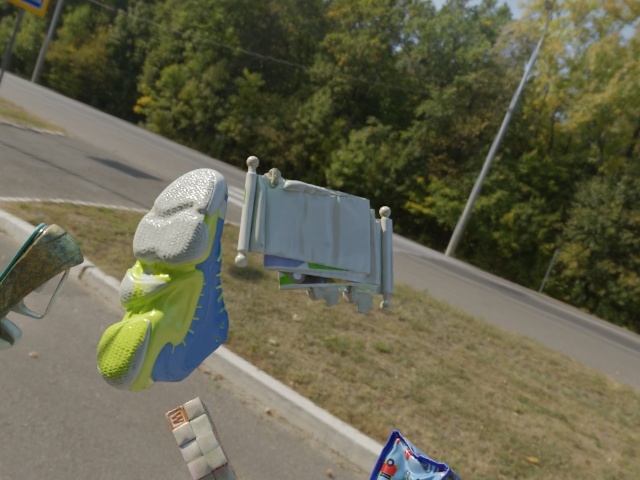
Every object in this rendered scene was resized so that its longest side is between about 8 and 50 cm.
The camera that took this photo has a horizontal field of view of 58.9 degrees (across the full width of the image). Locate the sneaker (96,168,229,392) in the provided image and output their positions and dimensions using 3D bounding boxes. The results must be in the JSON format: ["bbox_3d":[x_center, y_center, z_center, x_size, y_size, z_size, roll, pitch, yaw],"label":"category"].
[{"bbox_3d":[-0.143,0.047,0.612,0.091,0.240,0.126,22,-5,34],"label":"sneaker"}]

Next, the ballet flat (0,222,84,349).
[{"bbox_3d":[-0.563,0.124,1.022,0.123,0.348,0.123,43,1,-1],"label":"ballet flat"}]

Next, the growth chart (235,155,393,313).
[{"bbox_3d":[0.000,0.000,0.751,0.237,0.172,0.021,17,-20,-20],"label":"growth chart"}]

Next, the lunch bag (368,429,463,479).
[{"bbox_3d":[0.132,0.508,0.935,0.138,0.293,0.221,20,-23,53],"label":"lunch bag"}]

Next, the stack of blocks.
[{"bbox_3d":[-0.272,0.552,1.401,0.297,0.087,0.171,61,-15,18],"label":"stack of blocks"}]
